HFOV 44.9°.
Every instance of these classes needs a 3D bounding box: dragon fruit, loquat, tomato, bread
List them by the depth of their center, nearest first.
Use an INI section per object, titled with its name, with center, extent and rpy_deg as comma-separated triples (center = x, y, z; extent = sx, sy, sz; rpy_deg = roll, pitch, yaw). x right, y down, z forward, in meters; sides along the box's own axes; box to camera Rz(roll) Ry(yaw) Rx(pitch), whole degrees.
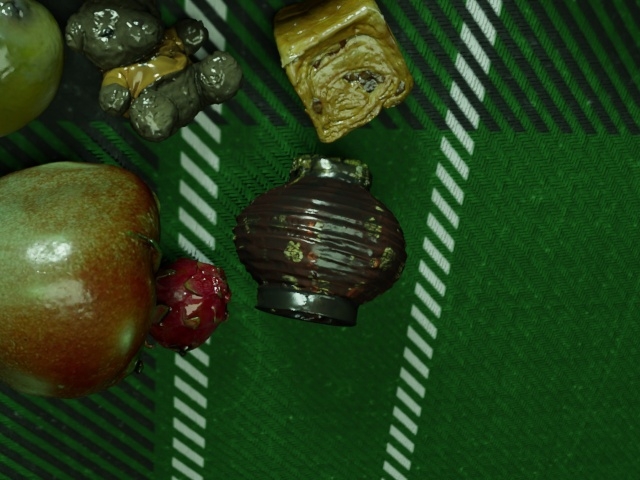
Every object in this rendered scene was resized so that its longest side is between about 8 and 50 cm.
[loquat]
center = -0.381, -0.200, 0.897
extent = 0.152, 0.152, 0.195
rpy_deg = 24, 120, -25
[tomato]
center = -0.326, 0.041, 0.951
extent = 0.239, 0.303, 0.303
rpy_deg = 6, 114, -20
[bread]
center = 0.029, -0.235, 0.995
extent = 0.149, 0.143, 0.158
rpy_deg = -24, 120, 4
[dragon fruit]
center = -0.202, 0.092, 1.109
extent = 0.133, 0.136, 0.166
rpy_deg = 42, 131, 1

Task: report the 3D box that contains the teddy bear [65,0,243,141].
[teddy bear]
center = -0.216, -0.219, 0.950
extent = 0.177, 0.140, 0.190
rpy_deg = -45, 114, -28

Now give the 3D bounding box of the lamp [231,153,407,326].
[lamp]
center = 0.000, 0.000, 1.065
extent = 0.247, 0.247, 0.247
rpy_deg = -6, 118, -13
